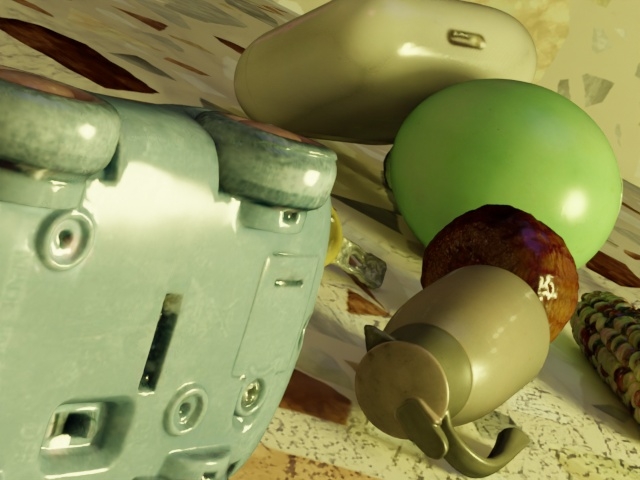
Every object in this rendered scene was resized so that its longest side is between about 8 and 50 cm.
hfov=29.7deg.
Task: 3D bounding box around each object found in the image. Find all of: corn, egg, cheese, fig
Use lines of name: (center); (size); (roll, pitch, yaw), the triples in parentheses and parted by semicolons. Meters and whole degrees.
corn: (0.306, 0.120, 1.145); (0.092, 0.092, 0.280); (22, 10, -15)
egg: (0.197, -0.065, 1.315); (0.220, 0.220, 0.269); (13, 9, -42)
cheese: (-0.001, 0.000, 1.076); (0.036, 0.086, 0.162); (-12, -36, 45)
fig: (0.194, 0.052, 1.113); (0.201, 0.134, 0.146); (25, 21, -40)

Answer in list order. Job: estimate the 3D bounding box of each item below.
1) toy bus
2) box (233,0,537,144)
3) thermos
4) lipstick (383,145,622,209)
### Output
toy bus: (-0.149, 0.010, 0.555); (0.232, 0.197, 0.294); (24, 12, 36)
box: (0.074, -0.210, 1.504); (0.288, 0.141, 0.349); (3, -7, -31)
thermos: (0.097, 0.097, 0.851); (0.137, 0.105, 0.193); (60, 25, 5)
lipstick: (0.217, -0.074, 1.481); (0.304, 0.076, 0.076); (11, 3, 36)
